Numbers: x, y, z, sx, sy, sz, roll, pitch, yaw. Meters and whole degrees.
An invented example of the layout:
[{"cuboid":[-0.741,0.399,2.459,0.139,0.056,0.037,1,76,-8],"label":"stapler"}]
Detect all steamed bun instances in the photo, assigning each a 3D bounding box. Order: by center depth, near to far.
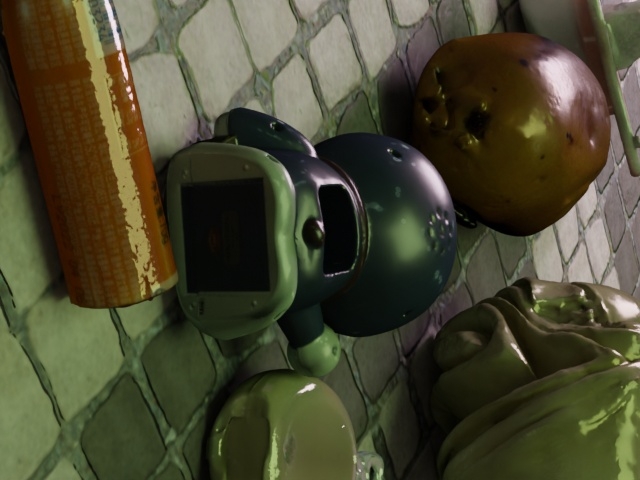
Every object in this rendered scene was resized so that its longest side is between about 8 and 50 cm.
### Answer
[{"cuboid":[0.197,0.173,1.322,0.276,0.203,0.289,88,13,-55],"label":"steamed bun"}]

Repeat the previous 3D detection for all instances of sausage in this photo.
[{"cuboid":[-0.144,-0.077,0.863,0.071,0.071,0.234,-36,119,-56],"label":"sausage"}]

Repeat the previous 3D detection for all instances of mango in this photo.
[{"cuboid":[0.187,-0.106,1.370,0.287,0.152,0.201,-2,81,-62],"label":"mango"}]

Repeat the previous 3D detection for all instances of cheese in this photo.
[{"cuboid":[-0.006,0.175,1.098,0.227,0.064,0.137,27,66,-58],"label":"cheese"}]

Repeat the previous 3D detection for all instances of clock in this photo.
[{"cuboid":[0.000,0.000,1.047,0.243,0.146,0.200,-3,87,-53],"label":"clock"}]

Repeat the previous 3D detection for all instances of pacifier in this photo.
[{"cuboid":[0.339,-0.232,1.591,0.220,0.273,0.332,-44,127,-33],"label":"pacifier"}]
